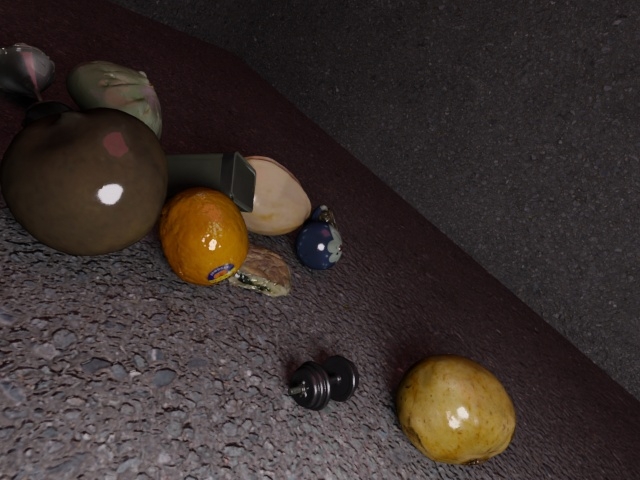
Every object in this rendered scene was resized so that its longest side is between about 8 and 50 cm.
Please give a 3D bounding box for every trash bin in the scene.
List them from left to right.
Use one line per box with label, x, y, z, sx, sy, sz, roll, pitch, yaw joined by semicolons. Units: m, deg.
trash bin;-0.305;-0.148;1.072;0.241;0.122;0.164;3;-8;11

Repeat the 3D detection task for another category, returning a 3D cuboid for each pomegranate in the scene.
pomegranate;0.302;0.378;0.945;0.260;0.260;0.260;29;25;-15

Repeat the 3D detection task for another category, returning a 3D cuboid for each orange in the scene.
orange;-0.257;-0.009;0.924;0.219;0.193;0.219;47;-19;21

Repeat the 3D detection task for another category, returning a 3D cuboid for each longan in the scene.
longan;-0.433;-0.113;0.797;0.297;0.297;0.297;29;25;-15

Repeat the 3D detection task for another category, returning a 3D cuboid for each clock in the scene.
clock;0.000;0.000;1.345;0.243;0.147;0.199;-80;157;-69

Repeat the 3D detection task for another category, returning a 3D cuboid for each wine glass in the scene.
wine glass;-0.730;-0.376;1.074;0.156;0.156;0.232;-2;48;-54

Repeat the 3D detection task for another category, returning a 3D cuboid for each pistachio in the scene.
pistachio;-0.174;-0.139;1.270;0.309;0.230;0.230;20;29;-37

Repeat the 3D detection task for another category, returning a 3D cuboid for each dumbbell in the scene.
dumbbell;0.012;0.296;0.875;0.209;0.099;0.099;5;38;-47

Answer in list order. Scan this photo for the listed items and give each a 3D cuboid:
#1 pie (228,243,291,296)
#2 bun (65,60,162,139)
pie;-0.170;0.065;1.114;0.218;0.052;0.185;22;29;-24
bun;-0.555;-0.396;1.194;0.293;0.187;0.293;52;3;-4
